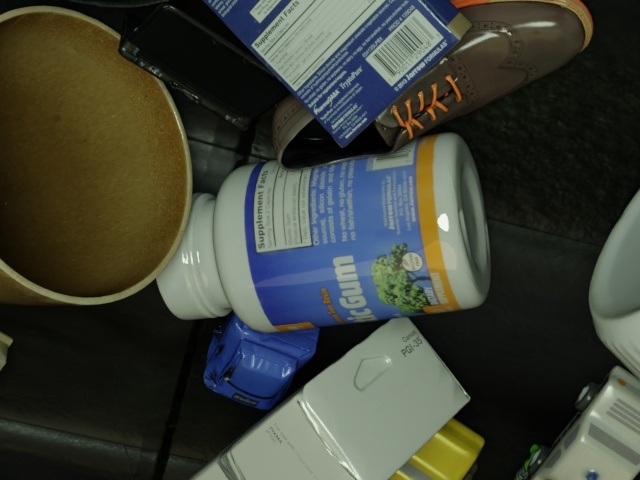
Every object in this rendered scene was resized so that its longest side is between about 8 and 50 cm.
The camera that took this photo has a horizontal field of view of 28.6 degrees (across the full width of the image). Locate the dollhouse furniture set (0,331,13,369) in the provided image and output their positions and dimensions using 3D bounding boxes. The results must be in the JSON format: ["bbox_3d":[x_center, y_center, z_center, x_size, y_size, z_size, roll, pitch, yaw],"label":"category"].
[{"bbox_3d":[-0.452,0.115,1.346,0.182,0.101,0.161,34,106,-23],"label":"dollhouse furniture set"}]

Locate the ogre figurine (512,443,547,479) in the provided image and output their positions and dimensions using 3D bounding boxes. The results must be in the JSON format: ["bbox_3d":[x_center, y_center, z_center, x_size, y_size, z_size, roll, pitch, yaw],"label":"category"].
[{"bbox_3d":[0.275,0.319,1.421,0.118,0.097,0.197,-43,133,20],"label":"ogre figurine"}]

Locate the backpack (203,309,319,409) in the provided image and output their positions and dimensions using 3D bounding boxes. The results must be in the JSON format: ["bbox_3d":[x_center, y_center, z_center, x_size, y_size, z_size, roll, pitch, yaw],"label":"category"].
[{"bbox_3d":[-0.068,0.117,1.257,0.098,0.101,0.120,26,138,-8],"label":"backpack"}]

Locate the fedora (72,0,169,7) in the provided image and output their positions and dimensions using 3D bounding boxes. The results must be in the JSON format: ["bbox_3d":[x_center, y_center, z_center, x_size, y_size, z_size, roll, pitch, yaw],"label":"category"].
[{"bbox_3d":[-0.170,-0.270,0.790,0.334,0.152,0.334,11,128,14],"label":"fedora"}]

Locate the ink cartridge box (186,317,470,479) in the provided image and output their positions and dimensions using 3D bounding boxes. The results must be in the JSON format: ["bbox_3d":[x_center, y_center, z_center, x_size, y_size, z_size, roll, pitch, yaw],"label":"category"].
[{"bbox_3d":[-0.015,0.218,1.258,0.117,0.207,0.283,52,130,5],"label":"ink cartridge box"}]

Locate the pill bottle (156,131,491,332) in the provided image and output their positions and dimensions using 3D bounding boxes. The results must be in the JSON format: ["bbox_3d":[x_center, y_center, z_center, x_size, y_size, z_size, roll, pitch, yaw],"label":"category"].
[{"bbox_3d":[0.000,0.000,1.085,0.272,0.152,0.152,-9,134,17],"label":"pill bottle"}]

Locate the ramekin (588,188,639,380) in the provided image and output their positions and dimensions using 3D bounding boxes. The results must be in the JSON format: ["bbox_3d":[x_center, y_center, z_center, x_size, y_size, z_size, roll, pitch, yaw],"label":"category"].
[{"bbox_3d":[0.326,0.011,0.977,0.127,0.273,0.273,35,132,-8],"label":"ramekin"}]

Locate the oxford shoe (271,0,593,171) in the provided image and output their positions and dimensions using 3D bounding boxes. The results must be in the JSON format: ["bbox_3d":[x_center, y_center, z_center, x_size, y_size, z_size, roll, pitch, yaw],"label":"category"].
[{"bbox_3d":[0.085,-0.116,0.990,0.271,0.098,0.097,-18,130,25],"label":"oxford shoe"}]

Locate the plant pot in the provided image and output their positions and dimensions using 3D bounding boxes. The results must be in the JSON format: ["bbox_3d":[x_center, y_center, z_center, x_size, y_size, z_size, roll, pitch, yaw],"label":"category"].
[{"bbox_3d":[-0.278,-0.046,1.056,0.254,0.237,0.237,-13,134,43],"label":"plant pot"}]

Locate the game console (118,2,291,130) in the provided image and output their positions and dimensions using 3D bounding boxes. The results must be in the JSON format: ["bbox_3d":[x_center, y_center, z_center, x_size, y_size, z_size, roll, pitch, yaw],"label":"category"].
[{"bbox_3d":[-0.090,-0.149,0.993,0.122,0.107,0.071,32,113,-22],"label":"game console"}]

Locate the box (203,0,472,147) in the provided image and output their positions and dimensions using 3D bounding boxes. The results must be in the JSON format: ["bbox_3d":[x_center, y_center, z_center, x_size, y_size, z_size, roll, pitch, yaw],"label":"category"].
[{"bbox_3d":[-0.016,-0.189,0.899,0.225,0.036,0.136,45,129,-5],"label":"box"}]

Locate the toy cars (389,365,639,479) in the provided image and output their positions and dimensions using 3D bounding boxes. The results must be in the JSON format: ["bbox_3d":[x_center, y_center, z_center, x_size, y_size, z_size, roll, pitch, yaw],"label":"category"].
[{"bbox_3d":[0.187,0.252,1.321,0.394,0.087,0.176,-14,104,22],"label":"toy cars"}]
